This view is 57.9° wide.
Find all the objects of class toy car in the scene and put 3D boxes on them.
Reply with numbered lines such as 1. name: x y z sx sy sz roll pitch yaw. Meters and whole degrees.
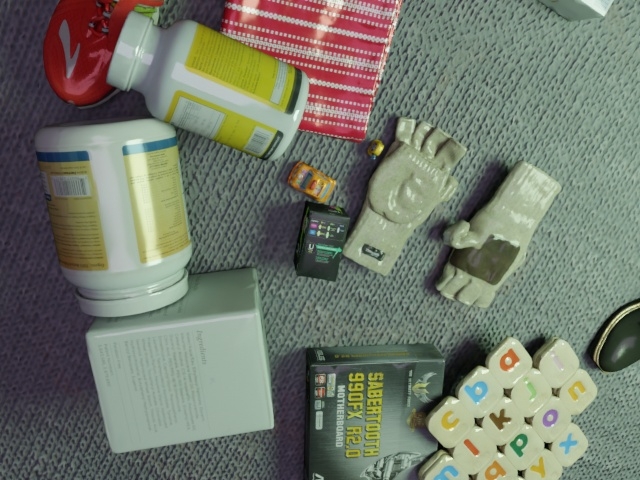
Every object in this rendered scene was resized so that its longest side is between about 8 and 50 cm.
1. toy car: 0.019 -0.095 0.709 0.122 0.040 0.060 -42 107 5

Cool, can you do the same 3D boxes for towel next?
1. towel: -0.004 -0.256 0.641 0.199 0.031 0.275 9 110 -18

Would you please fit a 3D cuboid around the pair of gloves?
1. pair of gloves: 0.167 -0.029 0.748 0.240 0.042 0.204 20 105 -11

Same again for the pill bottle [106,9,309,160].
1. pill bottle: -0.112 -0.157 0.586 0.184 0.103 0.103 20 102 -20

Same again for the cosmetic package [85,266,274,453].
1. cosmetic package: -0.155 0.133 0.689 0.184 0.151 0.151 -7 107 -5

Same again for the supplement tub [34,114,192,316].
1. supplement tub: -0.220 -0.031 0.638 0.144 0.144 0.199 -6 106 -6

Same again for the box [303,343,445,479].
1. box: 0.070 0.261 0.806 0.183 0.056 0.231 0 105 -8

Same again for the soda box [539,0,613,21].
1. soda box: 0.239 -0.335 0.657 0.216 0.074 0.069 26 100 -14

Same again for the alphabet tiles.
1. alphabet tiles: 0.272 0.274 0.827 0.284 0.021 0.278 -43 117 -5

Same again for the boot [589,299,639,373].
1. boot: 0.481 0.129 0.786 0.198 0.137 0.077 -44 106 6

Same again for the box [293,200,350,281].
1. box: 0.000 0.000 0.721 0.052 0.062 0.083 9 103 -9

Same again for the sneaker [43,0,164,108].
1. sneaker: -0.207 -0.264 0.590 0.107 0.118 0.279 31 99 -14
